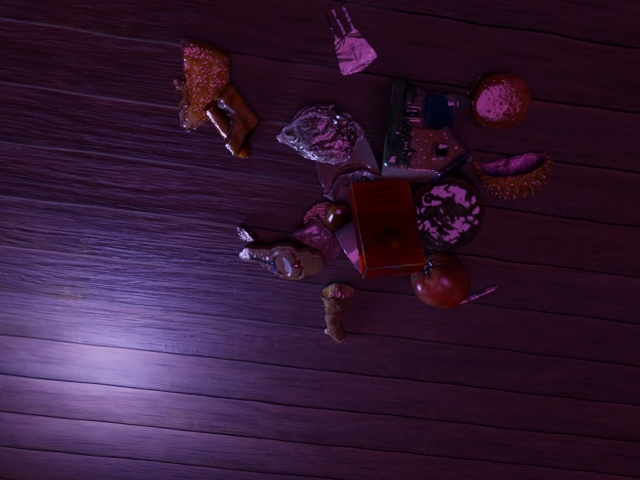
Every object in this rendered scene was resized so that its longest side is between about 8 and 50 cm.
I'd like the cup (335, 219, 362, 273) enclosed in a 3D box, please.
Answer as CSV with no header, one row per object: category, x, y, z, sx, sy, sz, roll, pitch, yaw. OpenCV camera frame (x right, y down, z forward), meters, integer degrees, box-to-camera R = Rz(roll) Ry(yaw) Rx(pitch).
cup,0.203,0.009,1.863,0.200,0.192,0.253,-34,131,9

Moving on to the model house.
model house,0.347,-0.336,1.630,0.279,0.245,0.313,7,83,5

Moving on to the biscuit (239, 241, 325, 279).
biscuit,-0.143,0.073,1.920,0.319,0.047,0.184,16,133,-4

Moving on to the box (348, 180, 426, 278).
box,0.213,-0.042,1.688,0.197,0.314,0.089,-5,155,-6

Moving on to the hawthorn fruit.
hawthorn fruit,0.465,0.165,1.913,0.262,0.211,0.210,37,108,-22

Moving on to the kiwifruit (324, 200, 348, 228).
kiwifruit,0.057,-0.087,1.830,0.075,0.075,0.124,20,142,-9

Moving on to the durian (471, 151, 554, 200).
durian,0.689,-0.211,1.810,0.260,0.154,0.187,-18,137,15

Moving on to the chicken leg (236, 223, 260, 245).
chicken leg,-0.258,-0.002,1.924,0.145,0.037,0.062,44,128,-16

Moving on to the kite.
kite,0.088,-0.656,1.665,0.127,0.016,0.230,-24,114,6

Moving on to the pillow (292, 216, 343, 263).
pillow,0.000,0.000,1.894,0.118,0.043,0.185,-37,117,15

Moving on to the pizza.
pizza,-0.389,-0.496,1.696,0.189,0.071,0.297,1,118,-20

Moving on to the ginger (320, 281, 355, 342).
ginger,0.071,0.281,2.027,0.131,0.086,0.295,-8,121,-7

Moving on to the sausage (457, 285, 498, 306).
sausage,0.603,0.220,2.031,0.198,0.025,0.028,-25,96,9

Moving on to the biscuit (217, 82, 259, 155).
biscuit,-0.283,-0.396,1.681,0.038,0.174,0.183,0,137,40

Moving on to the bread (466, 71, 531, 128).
bread,0.588,-0.458,1.703,0.199,0.104,0.199,0,111,0

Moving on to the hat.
hat,0.105,-0.253,1.809,0.214,0.149,0.245,-15,76,12

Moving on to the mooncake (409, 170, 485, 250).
mooncake,0.427,-0.105,1.820,0.290,0.161,0.291,0,112,1

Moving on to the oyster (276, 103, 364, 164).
oyster,0.002,-0.359,1.726,0.267,0.112,0.199,27,106,6

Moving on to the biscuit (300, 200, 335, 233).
biscuit,-0.009,-0.060,1.906,0.125,0.025,0.206,15,111,-7

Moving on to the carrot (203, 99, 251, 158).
carrot,-0.305,-0.363,1.734,0.067,0.067,0.225,-27,128,10
